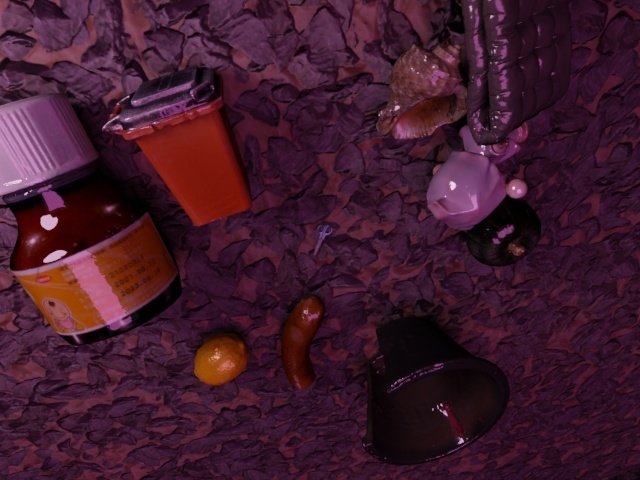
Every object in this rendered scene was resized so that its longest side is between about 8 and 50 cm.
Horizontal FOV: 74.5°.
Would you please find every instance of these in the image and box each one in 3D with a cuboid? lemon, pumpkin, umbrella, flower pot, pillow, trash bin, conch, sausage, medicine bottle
[{"bbox_3d":[-0.244,0.289,1.022,0.155,0.114,0.114,-35,123,13],"label":"lemon"},{"bbox_3d":[0.418,-0.017,0.960,0.167,0.125,0.167,-4,106,-16],"label":"pumpkin"},{"bbox_3d":[0.314,0.425,0.985,0.027,0.025,0.165,-17,123,20],"label":"umbrella"},{"bbox_3d":[0.261,0.362,1.093,0.380,0.251,0.379,-6,120,-10],"label":"flower pot"},{"bbox_3d":[0.320,-0.344,0.678,0.228,0.101,0.326,-33,122,-24],"label":"pillow"},{"bbox_3d":[-0.224,-0.151,0.719,0.185,0.161,0.238,-17,128,-1],"label":"trash bin"},{"bbox_3d":[0.183,-0.254,0.753,0.155,0.130,0.207,38,129,-3],"label":"conch"},{"bbox_3d":[-0.050,0.267,1.071,0.103,0.076,0.302,-6,125,-17],"label":"sausage"},{"bbox_3d":[-0.418,-0.035,0.718,0.243,0.242,0.394,-20,110,1],"label":"medicine bottle"}]

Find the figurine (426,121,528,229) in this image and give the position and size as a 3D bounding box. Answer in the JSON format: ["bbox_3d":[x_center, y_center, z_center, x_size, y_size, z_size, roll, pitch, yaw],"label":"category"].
[{"bbox_3d":[0.307,-0.144,0.823,0.133,0.200,0.275,37,81,-46],"label":"figurine"}]

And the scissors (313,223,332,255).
[{"bbox_3d":[0.000,0.000,0.951,0.036,0.006,0.083,10,119,-20],"label":"scissors"}]
